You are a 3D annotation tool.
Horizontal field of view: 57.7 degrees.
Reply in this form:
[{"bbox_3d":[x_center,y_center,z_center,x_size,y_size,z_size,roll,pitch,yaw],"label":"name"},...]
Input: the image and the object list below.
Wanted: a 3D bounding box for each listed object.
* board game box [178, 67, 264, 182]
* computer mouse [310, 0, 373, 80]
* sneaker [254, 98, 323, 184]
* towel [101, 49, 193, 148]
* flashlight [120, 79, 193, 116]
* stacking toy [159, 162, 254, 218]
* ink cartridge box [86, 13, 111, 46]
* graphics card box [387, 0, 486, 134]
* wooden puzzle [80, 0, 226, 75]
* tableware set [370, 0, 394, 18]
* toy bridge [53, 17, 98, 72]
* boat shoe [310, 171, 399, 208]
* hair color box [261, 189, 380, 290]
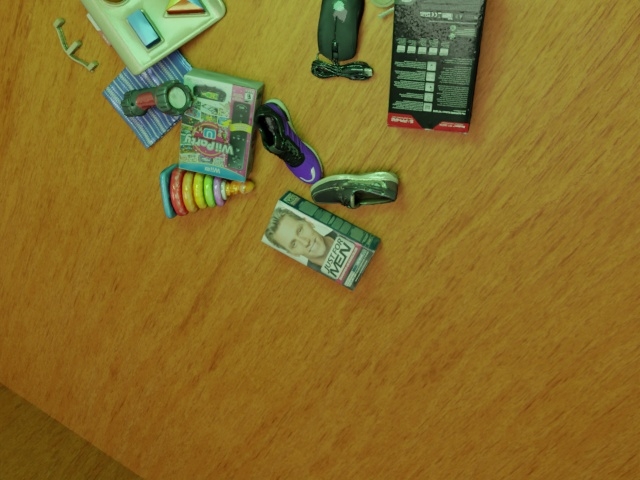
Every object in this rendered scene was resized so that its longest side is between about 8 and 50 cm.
[{"bbox_3d":[-0.312,-0.355,1.809,0.223,0.098,0.304,12,121,1],"label":"board game box"},{"bbox_3d":[0.057,-0.581,1.618,0.188,0.072,0.272,9,117,15],"label":"computer mouse"},{"bbox_3d":[-0.110,-0.282,1.771,0.102,0.146,0.293,-29,102,28],"label":"sneaker"},{"bbox_3d":[-0.538,-0.481,1.883,0.336,0.040,0.243,-33,100,28],"label":"towel"},{"bbox_3d":[-0.507,-0.418,1.760,0.304,0.103,0.103,4,110,45],"label":"flashlight"},{"bbox_3d":[-0.365,-0.168,1.927,0.301,0.175,0.166,-3,110,5],"label":"stacking toy"},{"bbox_3d":[-0.606,-0.703,1.784,0.198,0.067,0.115,-27,104,28],"label":"ink cartridge box"},{"bbox_3d":[0.305,-0.482,1.552,0.232,0.094,0.371,8,124,15],"label":"graphics card box"},{"bbox_3d":[-0.501,-0.706,1.679,0.347,0.080,0.322,-33,102,5],"label":"wooden puzzle"},{"bbox_3d":[0.215,-0.689,1.534,0.194,0.039,0.128,-18,115,27],"label":"tableware set"},{"bbox_3d":[-0.810,-0.631,1.909,0.063,0.026,0.188,-30,102,30],"label":"toy bridge"},{"bbox_3d":[0.100,-0.144,1.781,0.285,0.092,0.103,-5,149,17],"label":"boat shoe"},{"bbox_3d":[0.000,0.000,1.892,0.347,0.105,0.174,28,119,5],"label":"hair color box"}]
